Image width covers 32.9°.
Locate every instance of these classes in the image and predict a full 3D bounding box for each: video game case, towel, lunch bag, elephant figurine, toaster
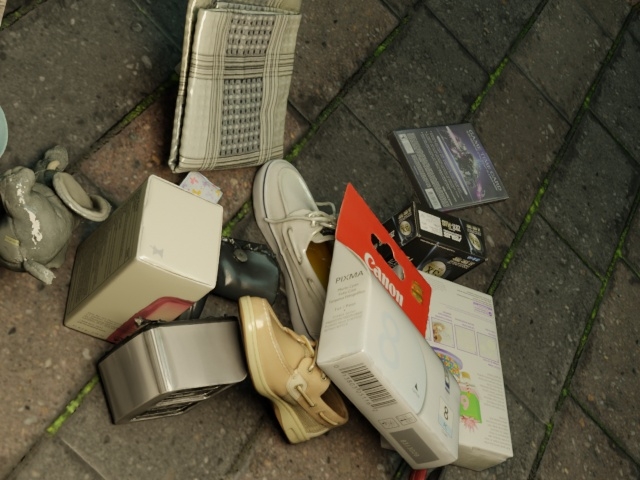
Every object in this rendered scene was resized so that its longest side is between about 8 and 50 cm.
[{"bbox_3d":[0.279,-0.158,2.334,0.274,0.026,0.196,-11,71,-46],"label":"video game case"},{"bbox_3d":[-0.132,-0.280,1.861,0.312,0.056,0.324,-11,112,-56],"label":"towel"},{"bbox_3d":[-0.212,-0.072,1.829,0.071,0.053,0.083,39,54,-12],"label":"lunch bag"},{"bbox_3d":[-0.394,-0.045,1.591,0.239,0.169,0.186,-15,103,-61],"label":"elephant figurine"},{"bbox_3d":[-0.219,0.183,1.570,0.186,0.168,0.110,-1,66,-42],"label":"toaster"}]

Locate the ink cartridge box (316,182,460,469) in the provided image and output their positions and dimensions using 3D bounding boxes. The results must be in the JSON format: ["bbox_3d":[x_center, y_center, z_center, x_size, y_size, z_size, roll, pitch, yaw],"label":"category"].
[{"bbox_3d":[0.129,0.126,1.756,0.308,0.091,0.385,50,36,-35],"label":"ink cartridge box"}]

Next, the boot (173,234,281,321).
[{"bbox_3d":[-0.154,0.068,1.733,0.207,0.094,0.246,21,33,-27],"label":"boot"}]

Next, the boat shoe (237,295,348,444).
[{"bbox_3d":[-0.039,0.186,1.634,0.341,0.110,0.121,68,8,-51],"label":"boat shoe"}]

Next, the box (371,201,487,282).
[{"bbox_3d":[0.201,0.014,2.063,0.180,0.147,0.077,18,53,-33],"label":"box"}]

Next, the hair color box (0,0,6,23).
[{"bbox_3d":[-0.650,-0.411,1.627,0.347,0.105,0.174,23,51,-29],"label":"hair color box"}]

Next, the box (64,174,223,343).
[{"bbox_3d":[-0.259,0.037,1.582,0.127,0.232,0.148,24,50,-29],"label":"box"}]

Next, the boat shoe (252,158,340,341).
[{"bbox_3d":[-0.006,0.001,1.882,0.136,0.156,0.367,4,61,-40],"label":"boat shoe"}]

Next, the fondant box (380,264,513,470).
[{"bbox_3d":[0.217,0.231,1.975,0.238,0.096,0.330,20,51,-31],"label":"fondant box"}]

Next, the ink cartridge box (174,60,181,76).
[{"bbox_3d":[-0.178,-0.344,1.962,0.063,0.150,0.109,52,42,0],"label":"ink cartridge box"}]

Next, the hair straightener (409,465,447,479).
[{"bbox_3d":[0.176,0.472,1.815,0.089,0.047,0.230,36,45,-17],"label":"hair straightener"}]

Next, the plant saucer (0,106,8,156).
[{"bbox_3d":[-0.560,-0.172,1.599,0.195,0.037,0.195,22,51,-29],"label":"plant saucer"}]
